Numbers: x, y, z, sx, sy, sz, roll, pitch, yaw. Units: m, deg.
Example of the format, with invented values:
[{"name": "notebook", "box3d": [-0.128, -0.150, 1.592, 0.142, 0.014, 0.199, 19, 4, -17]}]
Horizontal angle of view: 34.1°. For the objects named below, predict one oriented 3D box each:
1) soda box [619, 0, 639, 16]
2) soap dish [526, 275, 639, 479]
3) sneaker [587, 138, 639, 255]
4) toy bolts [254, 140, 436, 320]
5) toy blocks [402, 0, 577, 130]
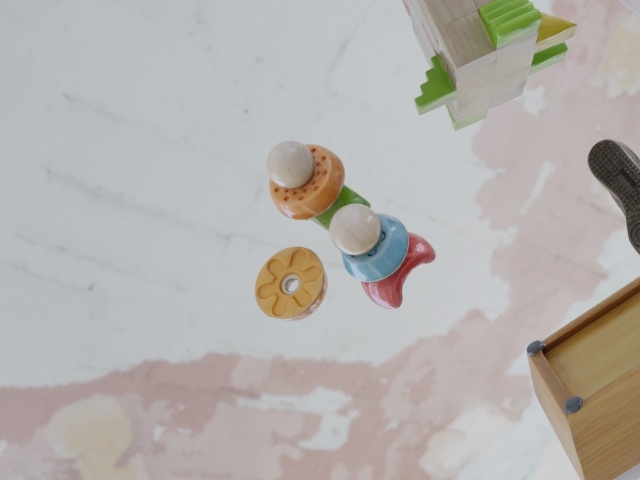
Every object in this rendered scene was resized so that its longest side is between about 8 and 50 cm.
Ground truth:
[{"name": "soda box", "box3d": [0.304, -0.224, 0.873, 0.286, 0.098, 0.091, 5, -57, -57]}, {"name": "soap dish", "box3d": [0.388, 0.139, 1.216, 0.291, 0.229, 0.118, -36, -73, 9]}, {"name": "sneaker", "box3d": [0.373, -0.039, 1.175, 0.071, 0.188, 0.066, 17, -49, -43]}, {"name": "toy bolts", "box3d": [0.000, 0.000, 1.276, 0.218, 0.228, 0.158, -58, -37, -7]}, {"name": "toy blocks", "box3d": [0.153, -0.303, 1.244, 0.191, 0.261, 0.381, -24, -8, 5]}]
